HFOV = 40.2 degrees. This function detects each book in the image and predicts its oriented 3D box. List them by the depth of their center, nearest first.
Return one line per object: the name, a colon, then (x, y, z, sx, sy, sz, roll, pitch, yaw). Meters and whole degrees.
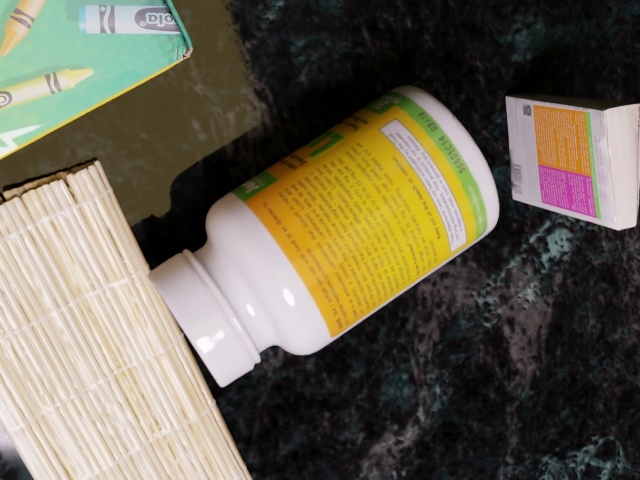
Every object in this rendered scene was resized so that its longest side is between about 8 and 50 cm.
book: (0.203, -0.069, 0.722, 0.035, 0.144, 0.096, -12, 107, -19)

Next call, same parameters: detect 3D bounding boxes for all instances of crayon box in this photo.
crayon box: (-0.231, -0.088, 0.536, 0.278, 0.165, 0.081, -31, 112, -12)

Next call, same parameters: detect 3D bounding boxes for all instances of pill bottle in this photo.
pill bottle: (0.000, 0.000, 0.663, 0.246, 0.136, 0.136, -33, 112, -11)

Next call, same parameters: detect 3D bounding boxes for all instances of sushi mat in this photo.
sushi mat: (-0.171, 0.107, 0.671, 0.151, 0.019, 0.316, -30, 110, -20)
